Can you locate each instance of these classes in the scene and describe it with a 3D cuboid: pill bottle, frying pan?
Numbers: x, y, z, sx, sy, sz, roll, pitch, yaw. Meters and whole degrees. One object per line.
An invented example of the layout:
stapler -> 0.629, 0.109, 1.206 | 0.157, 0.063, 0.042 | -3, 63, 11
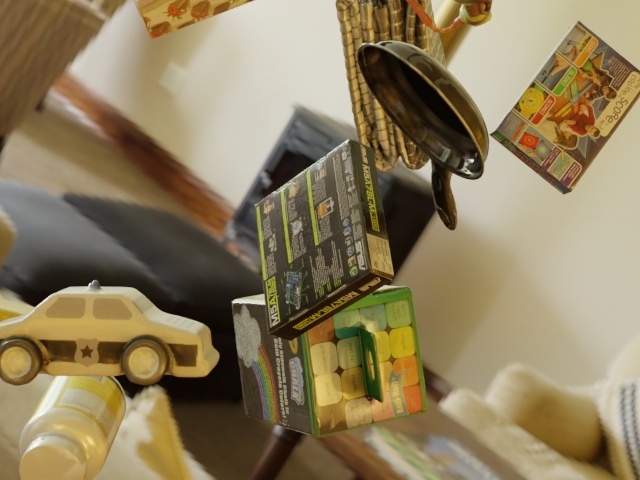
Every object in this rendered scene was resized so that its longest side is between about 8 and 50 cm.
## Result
pill bottle -> -0.299, 0.231, 1.586 | 0.103, 0.103, 0.184 | 30, 20, -7
frying pan -> 0.148, -0.106, 1.508 | 0.197, 0.053, 0.326 | 33, -17, 53

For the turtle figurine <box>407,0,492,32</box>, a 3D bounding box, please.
turtle figurine -> 0.161, -0.273, 1.281 | 0.217, 0.087, 0.269 | -4, -29, 16

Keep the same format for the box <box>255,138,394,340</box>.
box -> 0.000, 0.000, 1.617 | 0.045, 0.184, 0.190 | 19, 50, -37

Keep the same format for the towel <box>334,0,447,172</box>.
towel -> 0.116, -0.266, 1.915 | 0.121, 0.283, 0.235 | -3, 25, 14

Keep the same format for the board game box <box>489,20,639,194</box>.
board game box -> 0.346, -0.183, 1.832 | 0.136, 0.201, 0.035 | 39, -11, -4

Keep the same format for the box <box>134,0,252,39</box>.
box -> -0.079, -0.346, 1.662 | 0.063, 0.324, 0.067 | 72, -5, -46

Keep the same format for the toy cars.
toy cars -> -0.251, 0.060, 1.086 | 0.394, 0.087, 0.176 | 2, 3, 41

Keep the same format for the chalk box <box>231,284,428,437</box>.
chalk box -> 0.025, 0.159, 1.816 | 0.179, 0.180, 0.289 | -9, 5, -28
